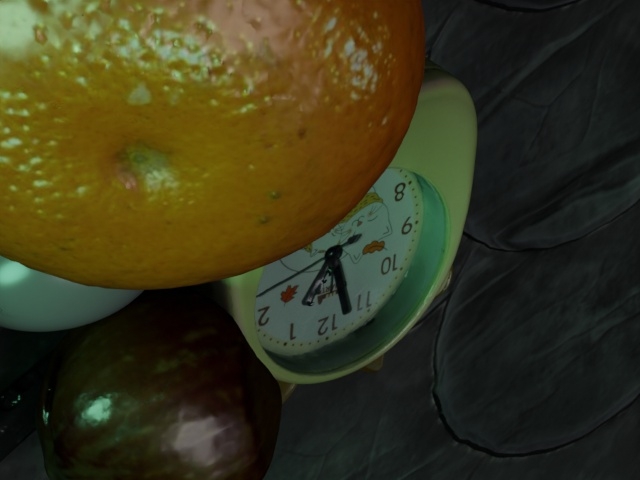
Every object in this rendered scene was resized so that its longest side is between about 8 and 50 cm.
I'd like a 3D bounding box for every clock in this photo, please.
[{"bbox_3d":[0.000,0.000,1.884,0.286,0.117,0.348,-19,131,-30],"label":"clock"}]

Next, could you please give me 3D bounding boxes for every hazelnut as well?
[{"bbox_3d":[-0.142,0.160,1.746,0.218,0.218,0.234,-34,141,-17],"label":"hazelnut"}]

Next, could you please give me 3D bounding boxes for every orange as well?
[{"bbox_3d":[-0.134,-0.166,1.462,0.424,0.326,0.424,0,137,0],"label":"orange"}]

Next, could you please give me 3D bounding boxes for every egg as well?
[{"bbox_3d":[-0.214,0.000,1.674,0.199,0.146,0.146,-30,135,-26],"label":"egg"}]

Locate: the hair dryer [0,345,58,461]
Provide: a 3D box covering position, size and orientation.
[{"bbox_3d":[-0.298,0.165,1.789,0.251,0.089,0.197,-40,136,-24],"label":"hair dryer"}]
